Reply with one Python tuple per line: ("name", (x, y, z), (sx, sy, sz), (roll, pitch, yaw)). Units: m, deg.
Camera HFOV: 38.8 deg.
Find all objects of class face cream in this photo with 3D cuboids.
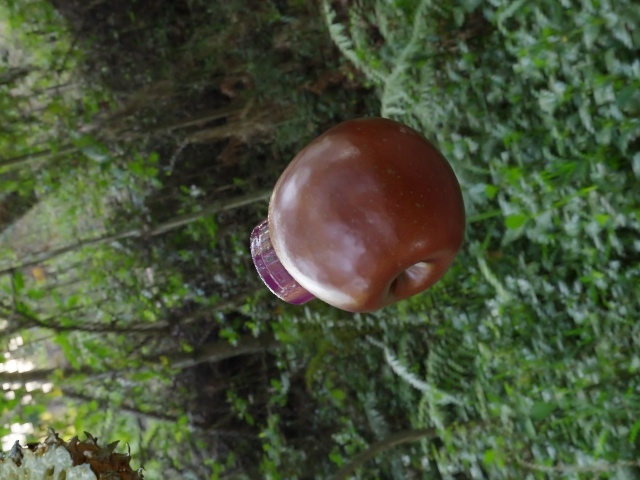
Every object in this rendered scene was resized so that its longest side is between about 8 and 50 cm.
("face cream", (0.000, 0.000, 1.614), (0.175, 0.194, 0.175), (34, -140, -34))

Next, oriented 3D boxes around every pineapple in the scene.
("pineapple", (-0.430, 0.425, 1.529), (0.209, 0.344, 0.286), (59, -167, 20))

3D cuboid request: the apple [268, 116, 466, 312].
("apple", (0.066, -0.028, 1.203), (0.217, 0.260, 0.260), (54, 162, 25))
